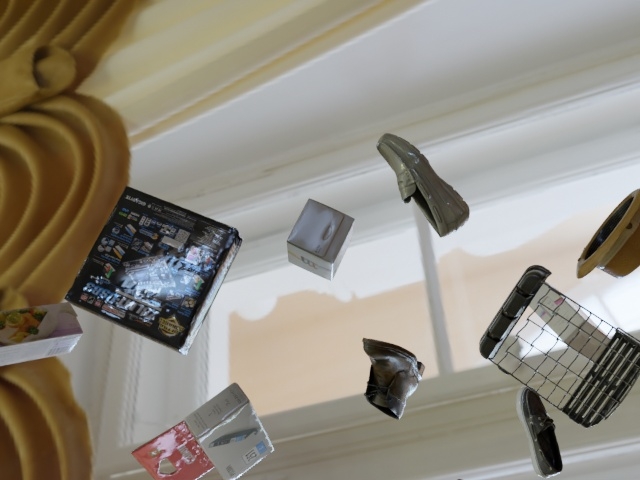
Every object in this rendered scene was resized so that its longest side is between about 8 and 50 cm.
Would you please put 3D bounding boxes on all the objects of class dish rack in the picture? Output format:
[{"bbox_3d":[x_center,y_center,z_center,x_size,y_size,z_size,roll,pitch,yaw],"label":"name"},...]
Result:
[{"bbox_3d":[0.441,0.198,1.503,0.271,0.208,0.074,35,-164,19],"label":"dish rack"}]

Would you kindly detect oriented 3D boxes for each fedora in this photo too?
[{"bbox_3d":[0.512,0.001,1.377,0.079,0.194,0.194,37,-166,5],"label":"fedora"}]

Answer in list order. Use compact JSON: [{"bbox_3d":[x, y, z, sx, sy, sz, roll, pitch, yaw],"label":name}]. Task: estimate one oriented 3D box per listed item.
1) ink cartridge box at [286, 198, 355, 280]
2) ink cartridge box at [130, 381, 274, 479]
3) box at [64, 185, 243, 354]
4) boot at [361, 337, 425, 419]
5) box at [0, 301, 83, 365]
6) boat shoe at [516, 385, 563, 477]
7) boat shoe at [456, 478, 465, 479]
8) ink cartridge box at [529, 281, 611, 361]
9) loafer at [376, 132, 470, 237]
[{"bbox_3d":[0.000,0.000,2.005,0.176,0.127,0.128,95,-160,-73],"label":"ink cartridge box"},{"bbox_3d":[-0.248,0.467,1.815,0.066,0.261,0.296,48,164,32],"label":"ink cartridge box"},{"bbox_3d":[-0.364,0.062,1.810,0.073,0.295,0.293,69,-137,-71],"label":"box"},{"bbox_3d":[0.117,0.239,1.411,0.219,0.082,0.106,41,-115,-55],"label":"boot"},{"bbox_3d":[-0.505,0.149,1.183,0.324,0.067,0.063,-7,-124,-45],"label":"box"},{"bbox_3d":[0.555,0.475,2.053,0.076,0.080,0.229,-37,55,56],"label":"boat shoe"},{"bbox_3d":[0.260,0.467,1.405,0.066,0.066,0.183,35,145,39],"label":"boat shoe"},{"bbox_3d":[0.521,0.163,1.760,0.115,0.067,0.198,33,-166,-30],"label":"ink cartridge box"},{"bbox_3d":[0.246,-0.144,2.106,0.319,0.111,0.112,48,167,18],"label":"loafer"}]
